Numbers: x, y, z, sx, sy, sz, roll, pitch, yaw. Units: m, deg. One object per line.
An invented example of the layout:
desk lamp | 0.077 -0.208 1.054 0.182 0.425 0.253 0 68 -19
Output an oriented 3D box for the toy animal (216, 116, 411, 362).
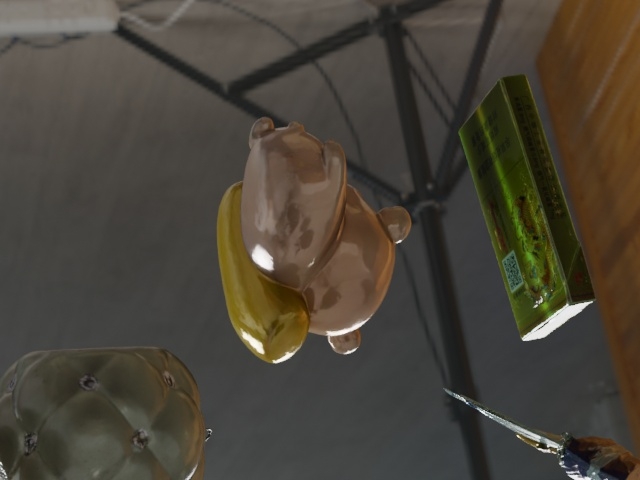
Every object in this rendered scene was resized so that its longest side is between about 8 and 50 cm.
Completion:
toy animal | -0.007 -0.013 1.853 0.246 0.277 0.345 1 113 -22

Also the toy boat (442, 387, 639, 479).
toy boat | 0.298 0.258 1.786 0.067 0.291 0.220 -63 154 2

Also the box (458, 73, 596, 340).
box | 0.264 -0.040 1.692 0.043 0.311 0.173 -10 162 -16

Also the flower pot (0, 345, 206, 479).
flower pot | -0.239 0.211 1.389 0.246 0.195 0.246 -2 175 0

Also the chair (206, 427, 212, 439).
chair | -0.353 0.366 2.147 0.326 0.170 0.160 -47 135 8
